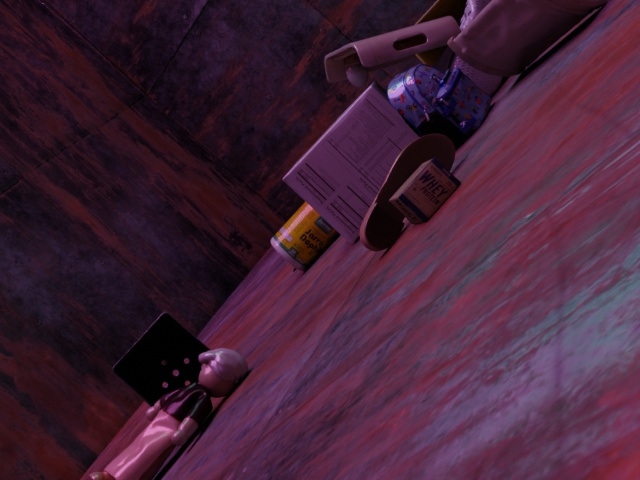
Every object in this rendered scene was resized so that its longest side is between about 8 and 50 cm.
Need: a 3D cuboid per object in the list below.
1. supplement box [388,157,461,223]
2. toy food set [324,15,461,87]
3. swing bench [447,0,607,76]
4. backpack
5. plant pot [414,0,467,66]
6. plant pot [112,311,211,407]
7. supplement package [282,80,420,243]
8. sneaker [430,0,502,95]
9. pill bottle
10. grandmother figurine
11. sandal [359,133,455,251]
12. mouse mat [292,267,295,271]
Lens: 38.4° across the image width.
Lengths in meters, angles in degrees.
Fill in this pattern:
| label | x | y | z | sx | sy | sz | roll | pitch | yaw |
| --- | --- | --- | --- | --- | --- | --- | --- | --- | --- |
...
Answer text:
| label | x | y | z | sx | sy | sz | roll | pitch | yaw |
| --- | --- | --- | --- | --- | --- | --- | --- | --- | --- |
| supplement box | 0.158 | -0.074 | 1.402 | 0.083 | 0.056 | 0.083 | -48 | 4 | -7 |
| toy food set | 0.149 | -0.392 | 1.954 | 0.220 | 0.092 | 0.306 | -18 | 9 | -11 |
| swing bench | 0.400 | -0.440 | 1.661 | 0.254 | 0.165 | 0.253 | -56 | 9 | -29 |
| backpack | 0.218 | -0.265 | 1.729 | 0.117 | 0.173 | 0.158 | -44 | 5 | 40 |
| plant pot | 0.360 | -0.480 | 2.164 | 0.212 | 0.212 | 0.187 | -45 | -6 | 27 |
| plant pot | -0.357 | 0.309 | 2.198 | 0.187 | 0.188 | 0.167 | -49 | -7 | -12 |
| supplement package | 0.090 | -0.169 | 1.925 | 0.262 | 0.198 | 0.199 | -46 | 4 | 13 |
| sneaker | 0.324 | -0.418 | 1.981 | 0.210 | 0.137 | 0.365 | -40 | 25 | 61 |
| pill bottle | -0.015 | -0.035 | 2.280 | 0.208 | 0.117 | 0.117 | -47 | 5 | 6 |
| grandmother figurine | -0.267 | 0.332 | 1.685 | 0.342 | 0.104 | 0.208 | -46 | 31 | -17 |
| sandal | 0.129 | -0.080 | 1.524 | 0.240 | 0.088 | 0.079 | -54 | 13 | -21 |
| mouse mat | 0.000 | 0.000 | 2.533 | 0.189 | 0.007 | 0.152 | -46 | 5 | 28 |
